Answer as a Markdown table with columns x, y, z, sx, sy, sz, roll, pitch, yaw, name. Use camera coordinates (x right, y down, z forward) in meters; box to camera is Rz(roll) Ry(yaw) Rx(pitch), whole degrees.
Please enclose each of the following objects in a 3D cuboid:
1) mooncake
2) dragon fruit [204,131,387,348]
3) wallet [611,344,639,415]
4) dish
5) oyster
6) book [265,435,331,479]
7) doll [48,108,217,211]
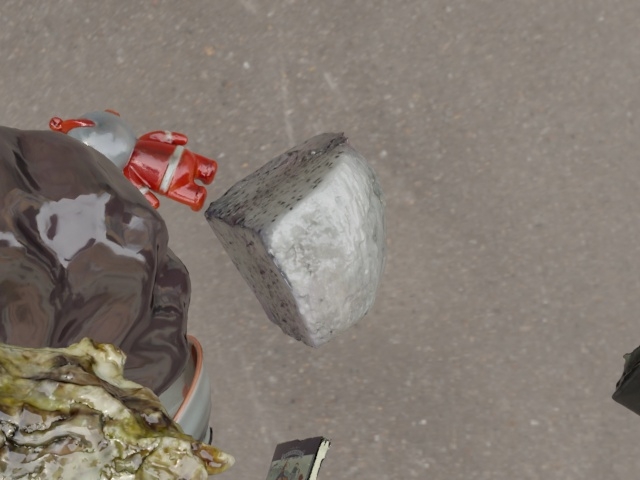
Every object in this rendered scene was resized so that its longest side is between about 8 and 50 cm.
| x | y | z | sx | sy | sz | roll | pitch | yaw | name |
| --- | --- | --- | --- | --- | --- | --- | --- | --- | --- |
| -0.214 | 0.070 | 0.691 | 0.283 | 0.141 | 0.283 | -25 | 138 | -25 | mooncake |
| 0.000 | 0.000 | 1.430 | 0.204 | 0.283 | 0.221 | -33 | 106 | -14 | dragon fruit |
| 0.484 | 0.184 | 1.033 | 0.377 | 0.197 | 0.051 | 32 | 35 | 4 | wallet |
| -0.189 | 0.223 | 1.116 | 0.085 | 0.260 | 0.260 | 45 | 63 | -20 | dish |
| -0.118 | 0.072 | 0.426 | 0.165 | 0.053 | 0.108 | 11 | 36 | -9 | oyster |
| -0.060 | 0.393 | 1.527 | 0.026 | 0.157 | 0.231 | 27 | 65 | -19 | book |
| -0.270 | -0.120 | 1.531 | 0.245 | 0.076 | 0.142 | 20 | 51 | -7 | doll |
